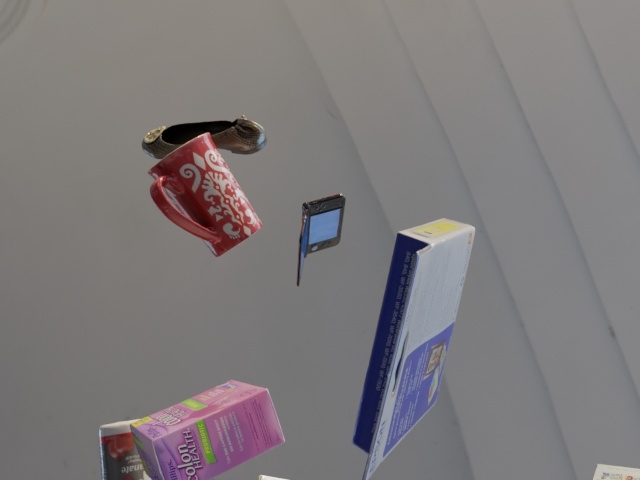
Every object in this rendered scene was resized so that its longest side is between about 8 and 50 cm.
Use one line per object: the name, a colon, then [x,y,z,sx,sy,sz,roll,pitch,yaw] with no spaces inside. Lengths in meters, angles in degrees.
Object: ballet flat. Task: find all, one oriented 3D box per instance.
ballet flat: [-0.211,-0.185,1.107,0.249,0.058,0.084,3,-127,24]

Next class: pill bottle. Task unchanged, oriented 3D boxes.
pill bottle: [-0.431,0.593,1.522,0.176,0.176,0.319,-16,-105,24]

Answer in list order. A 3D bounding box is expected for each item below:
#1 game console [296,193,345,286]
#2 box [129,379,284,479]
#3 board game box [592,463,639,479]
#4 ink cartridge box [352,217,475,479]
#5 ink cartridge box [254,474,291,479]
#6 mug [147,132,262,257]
game console: [0.000,0.000,1.184,0.124,0.144,0.085,-16,-127,-18]
box: [-0.234,0.389,1.284,0.213,0.242,0.117,-13,-84,62]
board game box: [0.475,0.498,0.957,0.144,0.275,0.142,-7,-66,40]
ink cartridge box: [0.122,0.132,0.881,0.072,0.307,0.304,17,-77,26]
ink cartridge box: [-0.098,0.603,1.295,0.273,0.198,0.115,-51,-148,34]
mug: [-0.187,-0.057,0.986,0.169,0.150,0.113,56,-31,-9]
